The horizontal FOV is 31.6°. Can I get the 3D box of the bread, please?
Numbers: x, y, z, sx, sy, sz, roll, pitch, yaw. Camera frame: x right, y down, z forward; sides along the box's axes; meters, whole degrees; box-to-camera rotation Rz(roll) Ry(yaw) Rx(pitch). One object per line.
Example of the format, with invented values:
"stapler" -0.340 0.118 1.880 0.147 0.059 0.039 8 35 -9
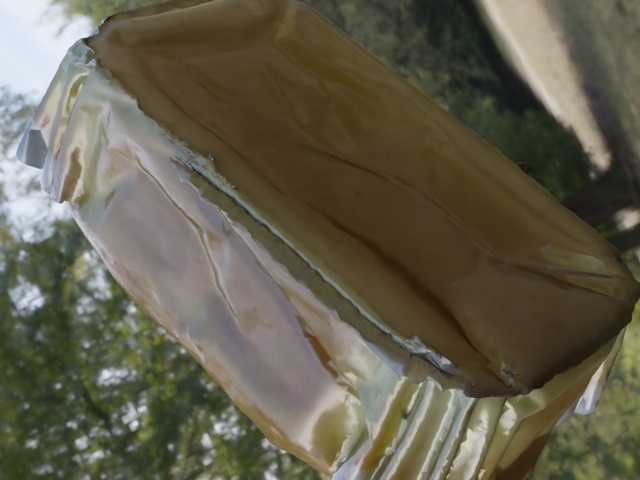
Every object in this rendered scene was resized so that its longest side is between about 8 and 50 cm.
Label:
"bread" 0.000 0.000 0.458 0.241 0.107 0.136 40 -138 25
